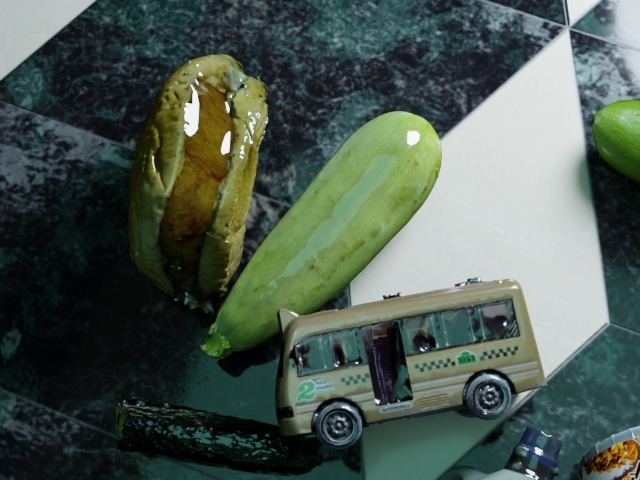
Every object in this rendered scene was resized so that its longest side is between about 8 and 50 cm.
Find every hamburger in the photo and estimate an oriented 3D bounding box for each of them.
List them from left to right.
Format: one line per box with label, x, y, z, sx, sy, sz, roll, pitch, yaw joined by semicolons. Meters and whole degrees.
hamburger;-0.142;-0.078;1.449;0.132;0.211;0.309;11;75;5

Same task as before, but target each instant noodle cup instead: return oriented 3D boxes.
instant noodle cup;0.349;0.269;1.326;0.177;0.208;0.126;-38;53;34

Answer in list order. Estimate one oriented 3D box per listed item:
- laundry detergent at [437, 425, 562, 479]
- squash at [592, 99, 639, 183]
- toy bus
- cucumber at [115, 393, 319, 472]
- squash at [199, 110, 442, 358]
laundry detergent;0.169;0.328;1.324;0.105;0.215;0.281;30;75;-32
squash;0.481;-0.058;1.427;0.378;0.101;0.101;27;79;11
toy bus;0.088;0.132;1.378;0.289;0.139;0.157;-10;84;-3
cucumber;-0.122;0.224;1.436;0.245;0.067;0.067;7;76;10
squash;0.005;0.004;1.459;0.118;0.118;0.370;40;87;15
